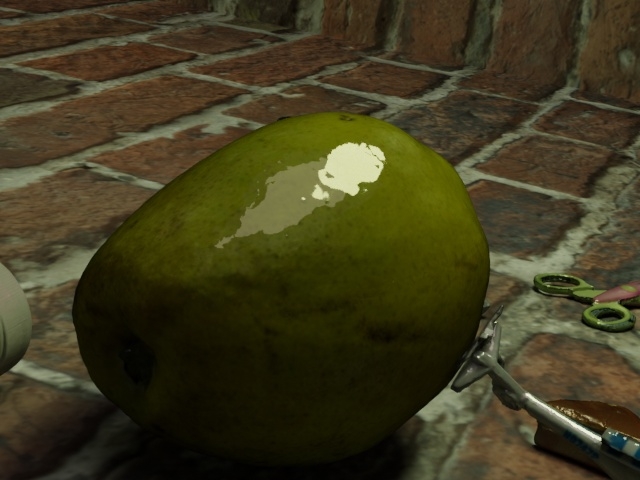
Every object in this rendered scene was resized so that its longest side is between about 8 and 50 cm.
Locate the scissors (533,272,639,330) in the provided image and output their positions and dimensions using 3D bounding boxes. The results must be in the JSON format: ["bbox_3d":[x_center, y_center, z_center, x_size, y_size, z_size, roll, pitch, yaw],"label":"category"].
[{"bbox_3d":[0.341,0.062,1.333,0.187,0.020,0.133,-4,25,-28],"label":"scissors"}]

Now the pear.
[{"bbox_3d":[-0.019,0.037,0.878,0.253,0.253,0.307,24,32,39],"label":"pear"}]

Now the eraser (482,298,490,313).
[{"bbox_3d":[0.128,0.071,1.211,0.099,0.019,0.027,-6,37,-37],"label":"eraser"}]

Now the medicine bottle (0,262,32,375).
[{"bbox_3d":[-0.321,0.094,0.804,0.161,0.111,0.296,16,22,15],"label":"medicine bottle"}]

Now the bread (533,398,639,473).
[{"bbox_3d":[0.232,0.158,0.966,0.109,0.043,0.062,20,23,32],"label":"bread"}]

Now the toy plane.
[{"bbox_3d":[0.214,0.169,0.820,0.273,0.107,0.182,14,62,17],"label":"toy plane"}]

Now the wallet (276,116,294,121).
[{"bbox_3d":[-0.001,0.000,1.076,0.059,0.202,0.141,-6,25,-44],"label":"wallet"}]
